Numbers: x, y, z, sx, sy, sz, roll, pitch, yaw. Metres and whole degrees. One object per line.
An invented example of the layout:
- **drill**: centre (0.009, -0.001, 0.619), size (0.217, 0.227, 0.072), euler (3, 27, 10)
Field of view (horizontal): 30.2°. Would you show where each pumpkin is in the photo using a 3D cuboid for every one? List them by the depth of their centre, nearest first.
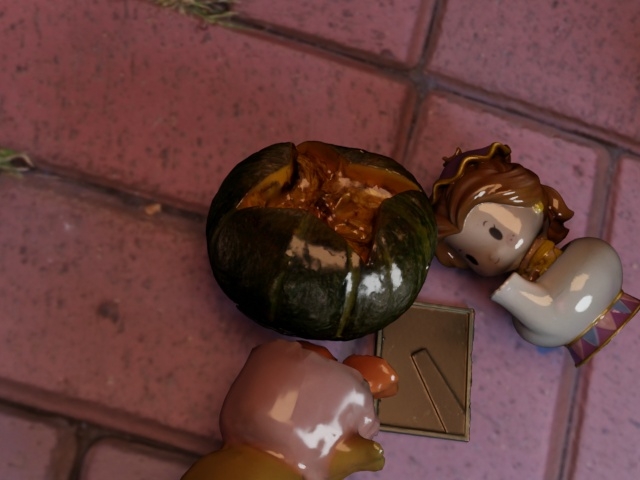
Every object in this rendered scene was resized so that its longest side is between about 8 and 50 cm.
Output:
- **pumpkin**: centre (0.001, 0.002, 1.209), size (0.237, 0.159, 0.238), euler (4, 45, -4)

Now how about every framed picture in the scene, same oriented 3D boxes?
- **framed picture**: centre (0.110, 0.136, 1.268), size (0.109, 0.011, 0.149), euler (9, 68, -8)

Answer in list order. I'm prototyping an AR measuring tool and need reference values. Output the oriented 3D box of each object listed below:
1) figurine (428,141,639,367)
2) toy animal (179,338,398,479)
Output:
- **figurine**: centre (0.217, 0.007, 1.274), size (0.263, 0.142, 0.189), euler (46, 36, 9)
- **toy animal**: centre (-0.043, 0.219, 1.123), size (0.195, 0.169, 0.281), euler (9, 66, 38)
